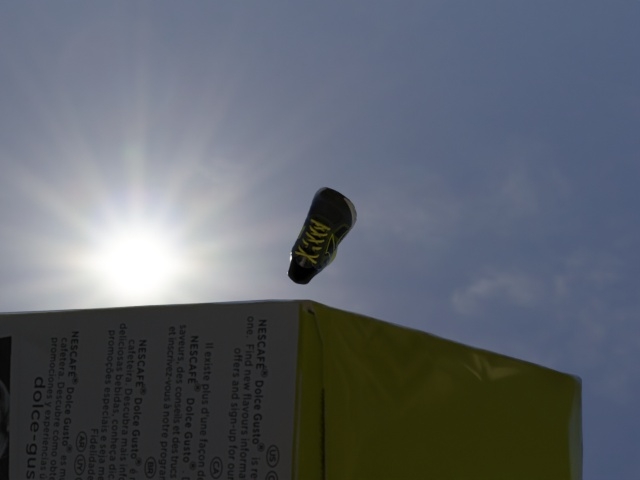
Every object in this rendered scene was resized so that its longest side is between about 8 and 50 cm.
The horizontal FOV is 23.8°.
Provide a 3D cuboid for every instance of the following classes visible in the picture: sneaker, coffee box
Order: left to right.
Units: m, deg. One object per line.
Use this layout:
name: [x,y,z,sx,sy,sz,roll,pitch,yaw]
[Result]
coffee box: [-0.061,0.227,0.871,0.334,0.338,0.338,-5,167,32]
sneaker: [0.000,0.000,0.981,0.031,0.083,0.035,27,-128,9]
